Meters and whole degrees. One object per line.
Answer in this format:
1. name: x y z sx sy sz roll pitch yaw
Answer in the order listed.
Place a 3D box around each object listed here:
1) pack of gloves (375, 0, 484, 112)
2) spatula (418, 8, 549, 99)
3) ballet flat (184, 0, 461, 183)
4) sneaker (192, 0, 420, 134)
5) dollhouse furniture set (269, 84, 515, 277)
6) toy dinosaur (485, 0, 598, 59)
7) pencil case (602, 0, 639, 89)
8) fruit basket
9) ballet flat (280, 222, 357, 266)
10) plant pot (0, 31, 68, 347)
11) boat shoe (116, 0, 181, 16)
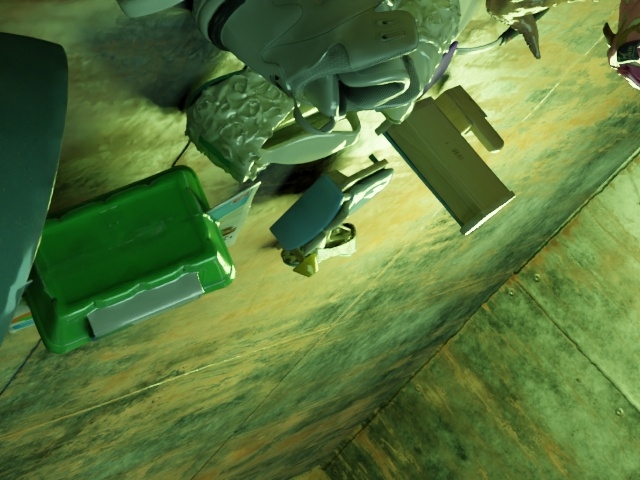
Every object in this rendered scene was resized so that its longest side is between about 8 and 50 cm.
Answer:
1. pack of gloves: 0.099 -0.268 1.560 0.195 0.046 0.232 -1 135 -50
2. spatula: 0.250 -0.298 1.773 0.296 0.030 0.084 -31 162 -24
3. ballet flat: 0.030 -0.176 1.423 0.409 0.147 0.147 -27 159 -23
4. sneaker: 0.068 -0.265 1.193 0.366 0.210 0.137 -37 163 -7
5. dollhouse furniture set: 0.124 -0.050 1.804 0.303 0.198 0.286 -42 173 31
6. toy dinosaur: 0.266 -0.347 1.504 0.200 0.127 0.295 -29 156 -28
7. pencil case: 0.445 -0.374 1.430 0.160 0.167 0.385 93 6 -77
8. fruit basket: -0.231 0.042 1.406 0.327 0.165 0.353 -22 168 -13
9. ballet flat: 0.000 0.000 1.980 0.070 0.070 0.188 -49 162 28
10. plant pot: -0.337 -0.043 0.910 0.196 0.290 0.290 16 133 -24
11. boat shoe: -0.102 -0.287 1.051 0.219 0.077 0.070 -36 128 2
